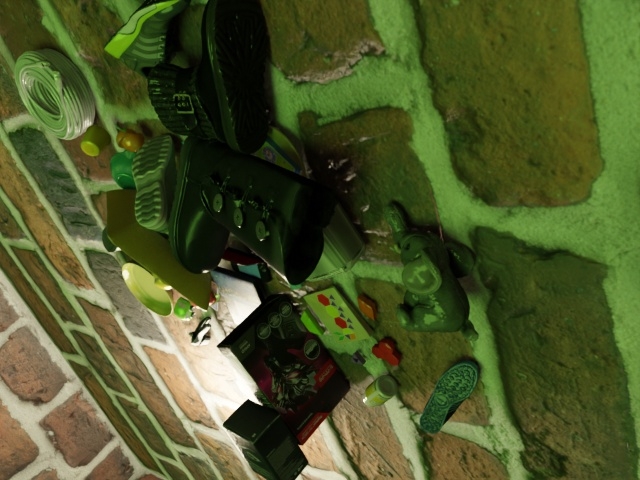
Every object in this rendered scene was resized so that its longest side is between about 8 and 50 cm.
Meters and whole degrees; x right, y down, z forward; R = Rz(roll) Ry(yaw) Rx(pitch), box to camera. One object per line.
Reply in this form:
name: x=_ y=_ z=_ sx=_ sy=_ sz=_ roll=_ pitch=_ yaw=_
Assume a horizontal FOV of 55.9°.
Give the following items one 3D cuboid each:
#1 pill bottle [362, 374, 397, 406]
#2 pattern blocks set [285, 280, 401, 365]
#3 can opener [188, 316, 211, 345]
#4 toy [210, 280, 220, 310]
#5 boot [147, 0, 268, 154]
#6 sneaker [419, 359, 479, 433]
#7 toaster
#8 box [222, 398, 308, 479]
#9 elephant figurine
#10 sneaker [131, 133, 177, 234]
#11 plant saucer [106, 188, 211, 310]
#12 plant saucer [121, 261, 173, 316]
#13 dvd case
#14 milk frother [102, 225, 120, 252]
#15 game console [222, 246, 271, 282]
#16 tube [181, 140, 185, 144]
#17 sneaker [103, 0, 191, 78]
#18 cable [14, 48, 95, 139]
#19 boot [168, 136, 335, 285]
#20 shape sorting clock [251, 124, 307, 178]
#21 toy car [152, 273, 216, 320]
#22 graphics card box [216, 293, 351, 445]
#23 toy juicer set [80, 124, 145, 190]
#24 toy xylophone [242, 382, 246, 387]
pill bottle: x=0.160 y=0.418 z=1.658 sx=0.065 sy=0.065 sz=0.116 roll=41 pitch=142 yaw=5
pattern blocks set: x=0.049 y=0.199 z=1.587 sx=0.285 sy=0.026 sz=0.324 roll=-11 pitch=117 yaw=47
can opener: x=-0.412 y=0.313 z=2.098 sx=0.186 sy=0.073 sz=0.059 roll=-58 pitch=42 yaw=49
toy: x=-0.429 y=0.135 z=1.937 sx=0.237 sy=0.056 sz=0.136 roll=30 pitch=139 yaw=18
boot: x=-0.245 y=-0.355 z=1.246 sx=0.260 sy=0.131 sz=0.347 roll=24 pitch=129 yaw=32
sneaker: x=0.317 y=0.366 z=1.467 sx=0.081 sy=0.090 sz=0.232 roll=35 pitch=120 yaw=13
toaster: x=0.000 y=0.000 z=1.369 sx=0.227 sy=0.129 sz=0.146 roll=-19 pitch=115 yaw=47
box: x=-0.151 y=0.562 z=1.665 sx=0.153 sy=0.108 sz=0.207 roll=10 pitch=133 yaw=47
elephant figurine: x=0.219 y=0.059 z=1.216 sx=0.186 sy=0.169 sz=0.239 roll=-1 pitch=112 yaw=8
sneaker: x=-0.409 y=-0.140 z=1.532 sx=0.105 sy=0.281 sz=0.115 roll=-9 pitch=152 yaw=16
plant saucer: x=-0.422 y=0.000 z=1.635 sx=0.333 sy=0.081 sz=0.332 roll=44 pitch=-175 yaw=-31
plant saucer: x=-0.605 y=0.166 z=2.140 sx=0.241 sy=0.037 sz=0.241 roll=24 pitch=138 yaw=23
dvd case: x=-0.226 y=0.187 z=1.812 sx=0.180 sy=0.022 sz=0.253 roll=14 pitch=138 yaw=33
milk frother: x=-0.620 y=-0.034 z=1.887 sx=0.143 sy=0.135 sz=0.129 roll=5 pitch=97 yaw=36
game console: x=-0.224 y=0.074 z=1.671 sx=0.144 sy=0.085 sz=0.124 roll=16 pitch=134 yaw=32
tube: x=-0.281 y=-0.166 z=1.537 sx=0.080 sy=0.052 sz=0.207 roll=-11 pitch=113 yaw=32
sneaker: x=-0.350 y=-0.451 z=1.303 sx=0.121 sy=0.111 sz=0.300 roll=43 pitch=147 yaw=-25
cable: x=-0.749 y=-0.411 z=1.695 sx=0.257 sy=0.089 sz=0.257 roll=21 pitch=137 yaw=28
boot: x=-0.165 y=-0.015 z=1.341 sx=0.445 sy=0.146 sz=0.366 roll=27 pitch=123 yaw=40
shape sorting clock: x=-0.106 y=-0.171 z=1.372 sx=0.206 sy=0.040 sz=0.206 roll=28 pitch=140 yaw=27
toy car: x=-0.439 y=0.193 z=1.915 sx=0.239 sy=0.053 sz=0.225 roll=26 pitch=141 yaw=15
graphics card box: x=-0.095 y=0.361 z=1.700 sx=0.094 sy=0.233 sz=0.370 roll=-11 pitch=116 yaw=55
toy juicer set: x=-0.496 y=-0.194 z=1.687 sx=0.209 sy=0.089 sz=0.329 roll=-7 pitch=135 yaw=21
toy xylophone: x=-0.126 y=0.484 z=1.964 sx=0.236 sy=0.081 sz=0.322 roll=42 pitch=142 yaw=3
